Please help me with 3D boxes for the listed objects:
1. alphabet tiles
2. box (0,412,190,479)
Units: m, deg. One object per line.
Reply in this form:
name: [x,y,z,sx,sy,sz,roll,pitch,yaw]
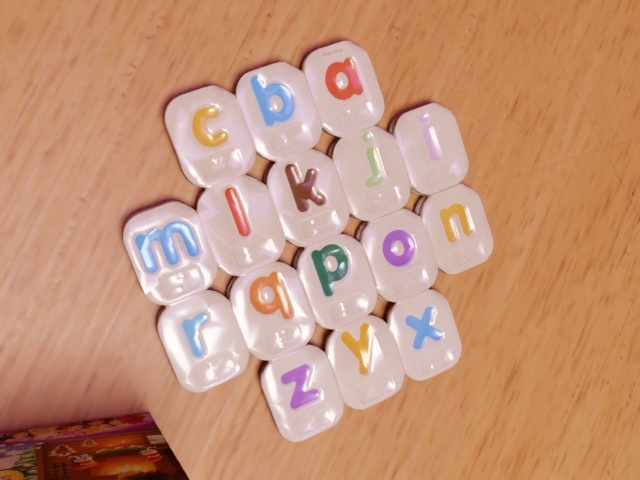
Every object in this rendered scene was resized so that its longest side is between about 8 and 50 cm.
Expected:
alphabet tiles: [0.000,0.000,0.630,0.284,0.021,0.278,-23,100,-18]
box: [-0.226,0.166,0.458,0.293,0.201,0.057,-4,94,-20]
